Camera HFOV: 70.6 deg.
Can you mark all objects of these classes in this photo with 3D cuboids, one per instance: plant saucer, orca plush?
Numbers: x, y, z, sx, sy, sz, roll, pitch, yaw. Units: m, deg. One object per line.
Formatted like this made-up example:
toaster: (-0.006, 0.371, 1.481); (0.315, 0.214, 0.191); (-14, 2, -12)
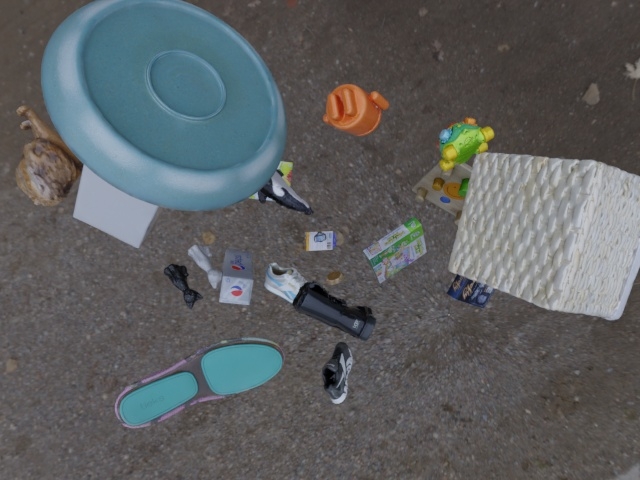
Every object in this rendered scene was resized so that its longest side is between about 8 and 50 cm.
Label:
plant saucer: (-0.177, -0.193, 0.590); (0.044, 0.318, 0.317); (-29, 69, 53)
plant saucer: (0.058, 0.152, 1.896); (0.084, 0.083, 0.015); (-12, 122, 14)
orca plush: (-0.157, -0.163, 1.509); (0.102, 0.287, 0.151); (-43, 28, 22)

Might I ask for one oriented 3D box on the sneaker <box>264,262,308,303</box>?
sneaker: (-0.088, 0.150, 1.528); (0.229, 0.087, 0.092); (19, 122, 18)

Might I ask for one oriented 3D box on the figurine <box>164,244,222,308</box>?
figurine: (-0.524, 0.151, 1.919); (0.215, 0.092, 0.209); (-40, 65, -3)

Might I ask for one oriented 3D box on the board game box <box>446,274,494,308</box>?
board game box: (0.496, 0.079, 1.357); (0.042, 0.165, 0.243); (38, 104, 49)

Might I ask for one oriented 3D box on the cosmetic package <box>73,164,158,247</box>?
cosmetic package: (-0.339, -0.178, 0.882); (0.156, 0.385, 0.217); (28, 52, -15)

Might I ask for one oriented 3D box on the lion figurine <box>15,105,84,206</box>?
lion figurine: (-0.651, -0.264, 1.240); (0.392, 0.142, 0.240); (-38, 92, -37)

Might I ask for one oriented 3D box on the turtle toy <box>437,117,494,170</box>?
turtle toy: (0.253, -0.177, 0.830); (0.095, 0.130, 0.066); (-27, 75, 1)

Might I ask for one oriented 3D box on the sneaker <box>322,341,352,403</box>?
sneaker: (0.057, 0.456, 1.627); (0.078, 0.106, 0.234); (-19, 40, 29)

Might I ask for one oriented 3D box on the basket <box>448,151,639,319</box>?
basket: (0.518, -0.019, 1.048); (0.328, 0.267, 0.331); (24, 105, 56)

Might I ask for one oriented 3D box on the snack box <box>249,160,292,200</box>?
snack box: (-0.232, -0.259, 1.931); (0.207, 0.070, 0.174); (4, 97, -19)

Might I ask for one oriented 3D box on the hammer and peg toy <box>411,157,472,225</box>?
hammer and peg toy: (0.546, -0.158, 1.677); (0.361, 0.266, 0.127); (30, 63, -6)

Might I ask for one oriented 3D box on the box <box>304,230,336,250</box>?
box: (0.000, 0.000, 1.906); (0.136, 0.028, 0.081); (-2, 100, -24)

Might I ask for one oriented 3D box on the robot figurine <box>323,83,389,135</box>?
robot figurine: (0.100, -0.370, 1.297); (0.128, 0.219, 0.158); (44, 110, 18)

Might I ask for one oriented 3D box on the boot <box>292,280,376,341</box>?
boot: (0.032, 0.183, 1.217); (0.207, 0.246, 0.094); (28, 86, 0)

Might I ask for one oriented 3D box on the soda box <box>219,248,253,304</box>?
soda box: (-0.280, 0.115, 1.512); (0.098, 0.286, 0.091); (8, 105, -12)

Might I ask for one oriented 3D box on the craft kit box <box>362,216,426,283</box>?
craft kit box: (0.310, 0.045, 1.847); (0.247, 0.250, 0.061); (-36, 58, -2)

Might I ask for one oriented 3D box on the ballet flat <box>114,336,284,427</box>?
ballet flat: (-0.160, 0.182, 0.612); (0.222, 0.079, 0.076); (-20, 95, -14)
